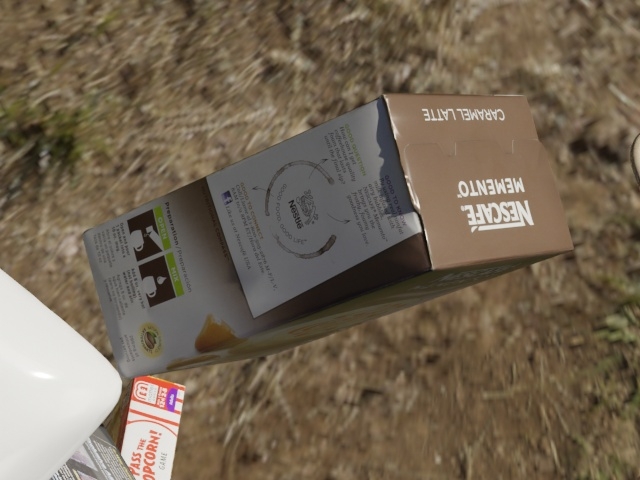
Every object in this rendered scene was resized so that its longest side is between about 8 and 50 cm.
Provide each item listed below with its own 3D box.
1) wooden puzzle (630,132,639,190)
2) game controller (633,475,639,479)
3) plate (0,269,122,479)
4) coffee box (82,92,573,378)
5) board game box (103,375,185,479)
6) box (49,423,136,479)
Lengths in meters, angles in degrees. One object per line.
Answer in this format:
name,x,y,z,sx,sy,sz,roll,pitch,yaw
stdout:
wooden puzzle,0.338,-0.003,1.079,0.238,0.044,0.221,-19,103,18
game controller,0.258,0.245,1.244,0.067,0.319,0.166,-21,81,13
plate,-0.270,0.072,0.701,0.278,0.045,0.277,42,94,-4
coffee box,0.000,0.000,1.020,0.246,0.141,0.098,-22,80,40
board game box,-0.166,0.216,1.384,0.045,0.147,0.193,18,140,-15
box,-0.192,0.137,1.025,0.076,0.242,0.307,-41,59,6
